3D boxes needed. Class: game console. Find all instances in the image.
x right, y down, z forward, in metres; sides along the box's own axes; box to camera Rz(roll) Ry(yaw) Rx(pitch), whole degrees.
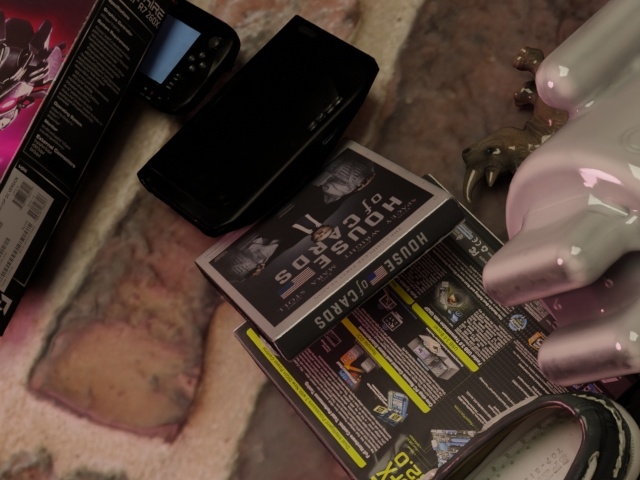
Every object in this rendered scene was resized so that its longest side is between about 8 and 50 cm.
[{"bbox_3d":[-0.121,-0.146,1.443,0.213,0.044,0.361,-46,50,-12],"label":"game console"}]

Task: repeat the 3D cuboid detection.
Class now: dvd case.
[{"bbox_3d":[0.000,0.000,1.269,0.179,0.029,0.238,-39,23,-6],"label":"dvd case"}]

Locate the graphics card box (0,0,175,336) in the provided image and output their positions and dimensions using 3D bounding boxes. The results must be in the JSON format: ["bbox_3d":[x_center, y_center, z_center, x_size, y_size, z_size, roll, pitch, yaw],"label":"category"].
[{"bbox_3d":[-0.316,-0.107,1.448,0.233,0.094,0.371,12,70,37],"label":"graphics card box"}]

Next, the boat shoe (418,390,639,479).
[{"bbox_3d":[0.089,0.213,1.065,0.302,0.091,0.114,-50,59,10],"label":"boat shoe"}]

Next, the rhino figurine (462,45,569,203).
[{"bbox_3d":[0.209,-0.118,1.310,0.243,0.073,0.106,-43,53,-7],"label":"rhino figurine"}]

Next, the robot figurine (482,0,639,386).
[{"bbox_3d":[0.277,-0.038,1.133,0.353,0.300,0.200,-40,12,-30],"label":"robot figurine"}]

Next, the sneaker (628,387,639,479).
[{"bbox_3d":[0.191,0.229,1.095,0.124,0.107,0.283,1,61,26],"label":"sneaker"}]

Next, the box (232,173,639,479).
[{"bbox_3d":[0.091,0.102,1.230,0.216,0.060,0.270,-40,55,-5],"label":"box"}]
